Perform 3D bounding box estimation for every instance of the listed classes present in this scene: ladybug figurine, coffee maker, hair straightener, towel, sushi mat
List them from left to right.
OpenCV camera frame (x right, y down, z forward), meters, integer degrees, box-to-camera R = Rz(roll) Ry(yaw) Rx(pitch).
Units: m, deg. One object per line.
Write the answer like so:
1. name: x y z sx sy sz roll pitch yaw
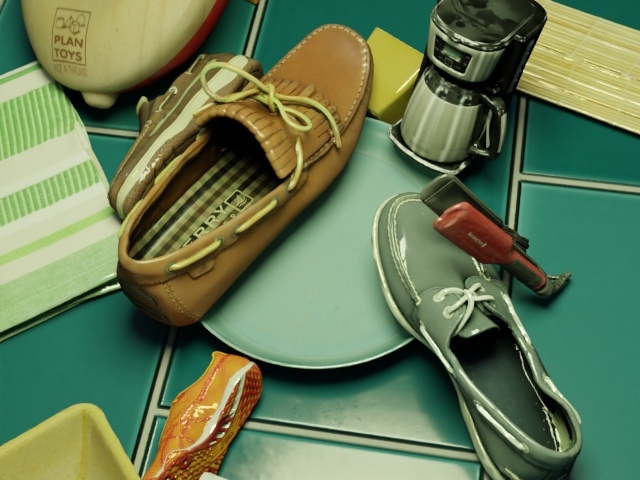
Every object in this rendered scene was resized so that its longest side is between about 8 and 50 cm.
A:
1. towel: -0.355 -0.043 1.219 0.248 0.038 0.324 -24 62 -10
2. ladybug figurine: -0.197 -0.368 1.274 0.305 0.162 0.449 15 90 32
3. coffee maker: 0.157 -0.187 1.167 0.120 0.178 0.171 18 46 1
4. hair straightener: 0.175 -0.010 1.080 0.047 0.230 0.089 -42 45 23
5. sushi mat: 0.362 -0.186 1.277 0.317 0.019 0.151 23 63 17

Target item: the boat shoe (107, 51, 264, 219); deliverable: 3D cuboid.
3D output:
1. boat shoe: -0.166 -0.120 1.228 0.095 0.095 0.257 22 50 20

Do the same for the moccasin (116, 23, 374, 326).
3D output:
1. moccasin: -0.073 -0.091 1.116 0.139 0.147 0.380 35 66 22

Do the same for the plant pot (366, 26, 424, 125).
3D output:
1. plant pot: 0.074 -0.174 1.252 0.081 0.081 0.083 35 76 22

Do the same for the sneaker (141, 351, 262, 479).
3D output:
1. sneaker: -0.122 0.184 1.057 0.067 0.064 0.175 13 52 35

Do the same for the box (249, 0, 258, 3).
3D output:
1. box: -0.077 -0.367 1.411 0.081 0.028 0.136 29 61 19

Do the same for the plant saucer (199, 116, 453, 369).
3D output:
1. plant saucer: 0.000 0.000 1.167 0.318 0.043 0.317 -2 58 3

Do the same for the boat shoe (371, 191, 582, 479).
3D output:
1. boat shoe: 0.150 0.080 1.038 0.116 0.099 0.319 -20 72 -18

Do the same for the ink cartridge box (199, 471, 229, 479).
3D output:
1. ink cartridge box: -0.029 0.309 0.922 0.232 0.066 0.189 14 34 14

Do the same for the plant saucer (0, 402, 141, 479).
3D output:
1. plant saucer: -0.261 0.356 0.935 0.333 0.081 0.332 -30 62 -15
